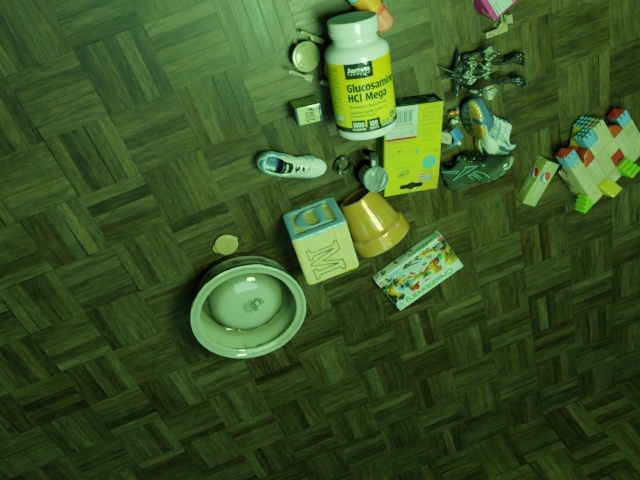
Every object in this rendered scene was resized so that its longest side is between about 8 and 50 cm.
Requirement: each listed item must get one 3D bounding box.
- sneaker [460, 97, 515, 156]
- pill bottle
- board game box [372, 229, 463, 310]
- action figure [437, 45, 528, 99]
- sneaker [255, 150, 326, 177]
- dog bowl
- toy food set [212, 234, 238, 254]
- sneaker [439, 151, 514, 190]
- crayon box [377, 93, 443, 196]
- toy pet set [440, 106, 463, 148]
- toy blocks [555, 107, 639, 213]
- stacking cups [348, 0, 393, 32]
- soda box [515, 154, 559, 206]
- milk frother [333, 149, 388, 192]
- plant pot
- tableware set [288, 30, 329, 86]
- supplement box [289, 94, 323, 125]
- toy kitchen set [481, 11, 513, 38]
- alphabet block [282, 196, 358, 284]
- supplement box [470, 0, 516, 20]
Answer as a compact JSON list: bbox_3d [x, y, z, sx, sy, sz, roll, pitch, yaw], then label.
[{"bbox_3d":[0.573,-0.388,2.006,0.131,0.112,0.296,-39,135,-1],"label":"sneaker"},{"bbox_3d":[0.114,-0.477,1.722,0.188,0.188,0.333,-16,122,-6],"label":"pill bottle"},{"bbox_3d":[0.376,0.117,2.285,0.305,0.053,0.193,-37,124,8],"label":"board game box"},{"bbox_3d":[0.519,-0.533,1.872,0.276,0.141,0.163,-9,111,-12],"label":"action figure"},{"bbox_3d":[-0.091,-0.236,1.912,0.238,0.086,0.085,4,118,-20],"label":"sneaker"},{"bbox_3d":[-0.263,0.218,2.105,0.409,0.150,0.407,-7,122,-12],"label":"dog bowl"},{"bbox_3d":[-0.323,0.015,2.038,0.083,0.020,0.083,15,115,-24],"label":"toy food set"},{"bbox_3d":[0.523,-0.249,2.016,0.268,0.101,0.106,-17,116,43],"label":"sneaker"},{"bbox_3d":[0.293,-0.314,1.977,0.203,0.081,0.318,-9,122,-11],"label":"crayon box"},{"bbox_3d":[0.454,-0.363,1.969,0.114,0.065,0.122,-38,136,-40],"label":"toy pet set"},{"bbox_3d":[0.987,-0.328,2.123,0.381,0.191,0.261,-46,117,-2],"label":"toy blocks"},{"bbox_3d":[0.095,-0.723,1.669,0.096,0.096,0.316,-45,126,13],"label":"stacking cups"},{"bbox_3d":[0.802,-0.220,2.198,0.061,0.058,0.181,13,116,-23],"label":"soda box"},{"bbox_3d":[0.131,-0.224,1.951,0.143,0.134,0.129,-22,110,-4],"label":"milk frother"},{"bbox_3d":[0.169,-0.076,2.033,0.205,0.205,0.187,-33,109,5],"label":"plant pot"},{"bbox_3d":[-0.001,-0.536,1.782,0.194,0.039,0.128,12,105,-29],"label":"tableware set"},{"bbox_3d":[-0.044,-0.400,1.823,0.083,0.083,0.056,-15,123,-7],"label":"supplement box"},{"bbox_3d":[0.544,-0.676,1.834,0.075,0.068,0.083,-22,124,-3],"label":"toy kitchen set"},{"bbox_3d":[0.000,0.000,2.023,0.194,0.192,0.197,-20,123,-2],"label":"alphabet block"},{"bbox_3d":[0.548,-0.775,1.748,0.220,0.111,0.114,-40,124,11],"label":"supplement box"}]
